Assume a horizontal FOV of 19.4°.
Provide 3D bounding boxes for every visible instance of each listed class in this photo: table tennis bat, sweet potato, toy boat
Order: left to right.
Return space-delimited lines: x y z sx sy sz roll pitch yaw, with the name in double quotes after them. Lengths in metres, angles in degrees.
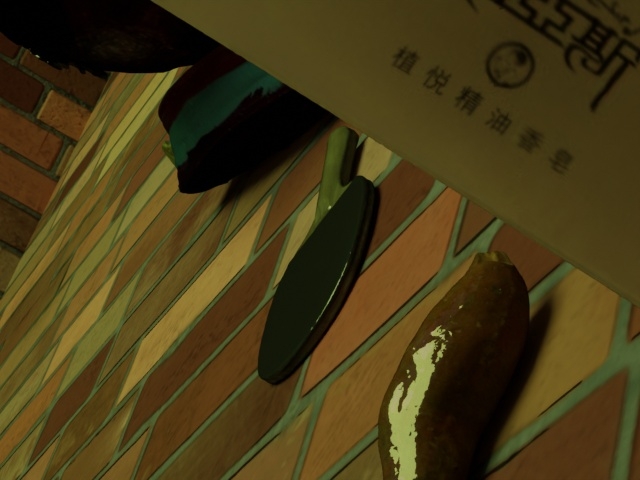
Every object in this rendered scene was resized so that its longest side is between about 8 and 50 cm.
-0.066 -0.120 1.666 0.392 0.136 0.079 149 117 -64 "toy boat"
0.000 0.000 1.326 0.138 0.022 0.246 -51 17 35 "table tennis bat"
0.051 0.091 0.861 0.056 0.056 0.195 -31 35 65 "sweet potato"

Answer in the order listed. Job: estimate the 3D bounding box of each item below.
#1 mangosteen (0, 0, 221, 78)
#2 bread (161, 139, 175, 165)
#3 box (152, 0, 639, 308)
-0.148 -0.322 1.660 0.381 0.381 0.421 -58 -21 8 "mangosteen"
-0.106 -0.129 1.925 0.117 0.064 0.156 -61 11 -27 "bread"
0.068 -0.101 0.711 0.116 0.274 0.203 -54 15 19 "box"
